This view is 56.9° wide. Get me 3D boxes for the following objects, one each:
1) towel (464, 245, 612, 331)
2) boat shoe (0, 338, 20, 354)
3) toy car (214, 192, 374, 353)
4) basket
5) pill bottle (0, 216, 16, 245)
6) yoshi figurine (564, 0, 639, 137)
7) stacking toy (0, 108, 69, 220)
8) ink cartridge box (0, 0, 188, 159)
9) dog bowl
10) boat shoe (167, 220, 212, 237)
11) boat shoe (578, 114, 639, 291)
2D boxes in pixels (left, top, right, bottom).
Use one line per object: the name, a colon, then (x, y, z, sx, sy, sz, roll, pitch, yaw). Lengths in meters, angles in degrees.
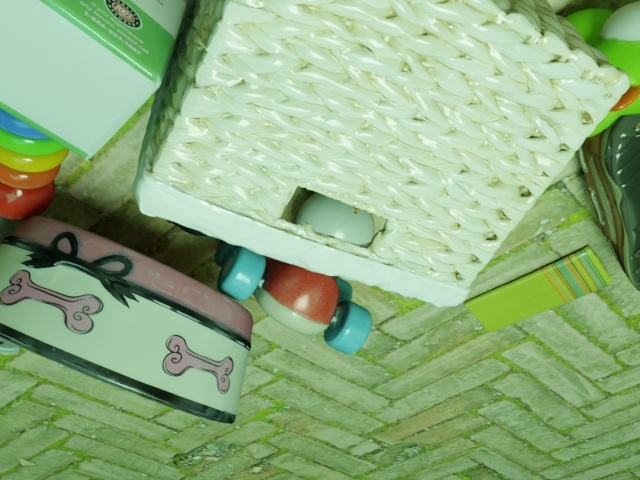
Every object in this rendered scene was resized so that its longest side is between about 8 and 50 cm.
towel: (0.385, 0.090, 1.054, 0.237, 0.021, 0.102, -29, 124, 25)
boat shoe: (-0.610, 0.195, 1.095, 0.100, 0.035, 0.035, 9, 132, -21)
toy car: (0.000, 0.000, 0.861, 0.219, 0.210, 0.238, 30, 99, -18)
basket: (0.035, -0.167, 0.569, 0.328, 0.331, 0.266, 19, 125, -21)
pill bottle: (-0.548, 0.006, 0.857, 0.184, 0.103, 0.103, -7, 135, 3)
yoshi figurine: (0.391, -0.249, 0.644, 0.362, 0.203, 0.203, -31, 171, 7)
stacking toy: (-0.349, -0.138, 0.713, 0.141, 0.141, 0.330, 17, 136, -19)
ink cartridge box: (-0.225, -0.239, 0.508, 0.201, 0.278, 0.117, 34, 127, -31)
dog bowl: (-0.277, 0.107, 0.825, 0.408, 0.150, 0.408, 22, 165, 6)
boat shoe: (-0.168, -0.093, 0.780, 0.089, 0.109, 0.258, 10, 132, -8)
boat shoe: (0.441, -0.066, 0.830, 0.123, 0.120, 0.324, -30, 125, 1)
